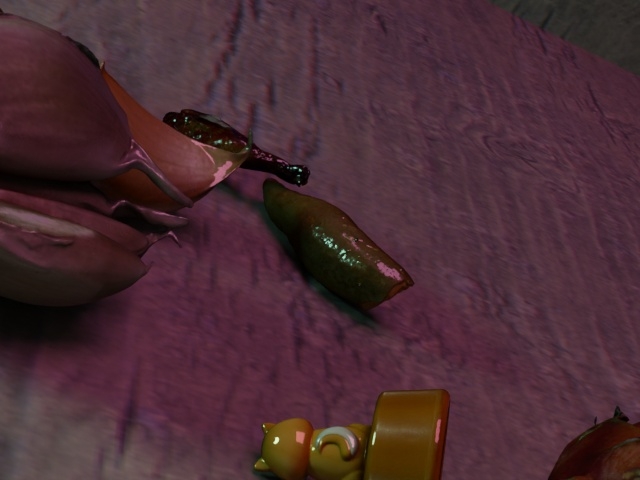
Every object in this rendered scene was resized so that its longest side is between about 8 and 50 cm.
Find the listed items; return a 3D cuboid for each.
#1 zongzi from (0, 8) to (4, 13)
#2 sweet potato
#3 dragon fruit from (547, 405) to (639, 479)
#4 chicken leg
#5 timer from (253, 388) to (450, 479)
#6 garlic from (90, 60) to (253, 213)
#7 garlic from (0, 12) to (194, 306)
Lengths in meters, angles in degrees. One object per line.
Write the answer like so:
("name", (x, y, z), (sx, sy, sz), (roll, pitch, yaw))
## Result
("zongzi", (-0.420, -0.218, 1.202), (0.418, 0.181, 0.447), (34, 9, -10))
("sweet potato", (0.000, 0.000, 1.478), (0.077, 0.077, 0.243), (1, 30, -49))
("dragon fruit", (0.297, 0.252, 1.118), (0.250, 0.250, 0.315), (35, 37, 11))
("chicken leg", (-0.105, -0.108, 1.560), (0.093, 0.053, 0.205), (6, 22, -45))
("timer", (0.023, 0.178, 1.108), (0.152, 0.132, 0.132), (7, 22, 7))
("garlic", (-0.190, -0.084, 1.377), (0.206, 0.128, 0.115), (24, -19, -28))
("garlic", (-0.246, -0.061, 1.129), (0.237, 0.210, 0.292), (36, 18, 32))
